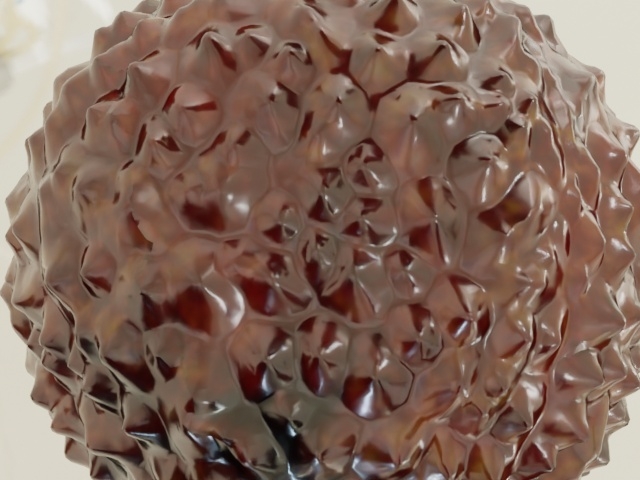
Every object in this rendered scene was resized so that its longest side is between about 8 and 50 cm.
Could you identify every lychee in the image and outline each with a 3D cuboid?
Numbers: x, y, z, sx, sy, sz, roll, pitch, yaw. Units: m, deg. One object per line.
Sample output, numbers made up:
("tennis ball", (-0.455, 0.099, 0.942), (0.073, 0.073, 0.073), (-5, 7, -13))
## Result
("lychee", (0.000, 0.000, 1.226), (0.424, 0.425, 0.500), (40, 22, -50))
